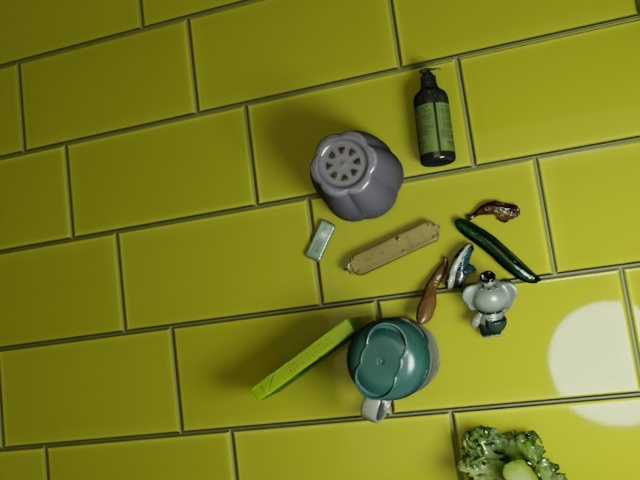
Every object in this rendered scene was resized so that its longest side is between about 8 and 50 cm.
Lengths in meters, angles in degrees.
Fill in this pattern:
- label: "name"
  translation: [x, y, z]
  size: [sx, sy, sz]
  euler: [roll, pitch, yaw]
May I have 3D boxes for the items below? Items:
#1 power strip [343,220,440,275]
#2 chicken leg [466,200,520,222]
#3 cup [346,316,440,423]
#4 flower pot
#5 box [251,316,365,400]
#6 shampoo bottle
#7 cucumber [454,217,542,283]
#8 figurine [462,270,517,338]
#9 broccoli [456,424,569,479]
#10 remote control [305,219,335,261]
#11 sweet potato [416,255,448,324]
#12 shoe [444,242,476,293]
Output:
- label: "power strip"
  translation: [0.206, 0.026, 1.827]
  size: [0.305, 0.044, 0.064]
  euler: [-26, 80, 10]
- label: "chicken leg"
  translation: [0.483, -0.081, 1.768]
  size: [0.145, 0.037, 0.062]
  euler: [5, 100, 14]
- label: "cup"
  translation: [0.183, 0.347, 1.698]
  size: [0.219, 0.257, 0.290]
  euler: [19, 90, 21]
- label: "flower pot"
  translation: [0.093, -0.196, 1.776]
  size: [0.265, 0.243, 0.265]
  euler: [-1, 84, 12]
- label: "box"
  translation: [-0.028, 0.331, 1.786]
  size: [0.335, 0.187, 0.047]
  euler: [-38, 78, 8]
- label: "shampoo bottle"
  translation: [0.319, -0.355, 1.798]
  size: [0.101, 0.101, 0.284]
  euler: [-8, 83, 14]
- label: "cucumber"
  translation: [0.486, 0.028, 1.744]
  size: [0.284, 0.056, 0.056]
  euler: [40, 96, 15]
- label: "figurine"
  translation: [0.455, 0.167, 1.699]
  size: [0.147, 0.126, 0.193]
  euler: [-7, 115, 3]
- label: "broccoli"
  translation: [0.489, 0.600, 1.591]
  size: [0.288, 0.245, 0.248]
  euler: [1, 79, 16]
- label: "remote control"
  translation: [0.000, 0.000, 1.896]
  size: [0.053, 0.018, 0.125]
  euler: [24, 91, 17]
- label: "sweet potato"
  translation: [0.313, 0.142, 1.769]
  size: [0.050, 0.050, 0.214]
  euler: [18, 67, 16]
- label: "shoe"
  translation: [0.398, 0.075, 1.761]
  size: [0.071, 0.064, 0.143]
  euler: [23, 85, 0]
